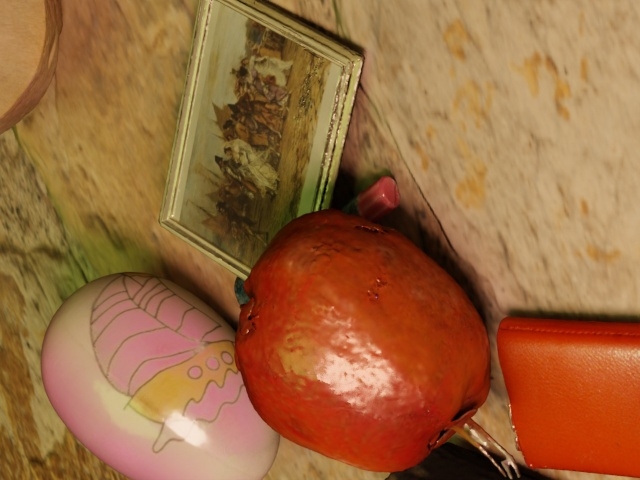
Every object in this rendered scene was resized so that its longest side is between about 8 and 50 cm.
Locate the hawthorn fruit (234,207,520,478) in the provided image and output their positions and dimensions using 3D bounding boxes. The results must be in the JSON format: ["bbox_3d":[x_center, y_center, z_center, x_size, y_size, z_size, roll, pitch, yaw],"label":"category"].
[{"bbox_3d":[0.061,0.110,1.728,0.299,0.211,0.211,35,134,9],"label":"hawthorn fruit"}]

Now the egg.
[{"bbox_3d":[-0.161,0.149,1.979,0.271,0.196,0.196,39,135,30],"label":"egg"}]

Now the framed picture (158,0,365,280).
[{"bbox_3d":[-0.065,-0.089,1.842,0.217,0.017,0.274,30,120,36],"label":"framed picture"}]

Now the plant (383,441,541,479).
[{"bbox_3d":[0.159,0.289,1.757,0.256,0.164,0.142,40,133,46],"label":"plant"}]

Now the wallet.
[{"bbox_3d":[0.247,0.134,1.661,0.204,0.045,0.142,0,109,46],"label":"wallet"}]

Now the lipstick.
[{"bbox_3d":[0.000,0.000,1.846,0.053,0.053,0.234,56,136,7],"label":"lipstick"}]

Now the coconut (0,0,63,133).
[{"bbox_3d":[-0.404,-0.209,1.924,0.329,0.329,0.329,24,127,36],"label":"coconut"}]
